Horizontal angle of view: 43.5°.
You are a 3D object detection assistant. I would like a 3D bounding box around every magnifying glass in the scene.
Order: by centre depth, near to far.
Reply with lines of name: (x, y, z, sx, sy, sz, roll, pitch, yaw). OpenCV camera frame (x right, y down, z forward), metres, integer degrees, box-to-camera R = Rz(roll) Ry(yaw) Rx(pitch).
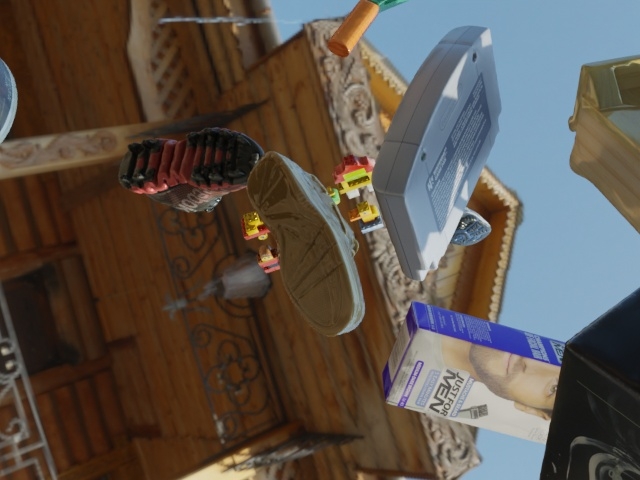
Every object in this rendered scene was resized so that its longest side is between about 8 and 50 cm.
magnifying glass: (0.070, -0.302, 0.989, 0.092, 0.231, 0.026, 27, -33, 6)

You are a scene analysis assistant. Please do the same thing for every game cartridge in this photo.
game cartridge: (0.151, -0.121, 1.000, 0.060, 0.294, 0.196, 14, -33, 25)

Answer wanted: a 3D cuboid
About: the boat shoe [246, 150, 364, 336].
boat shoe: (0.000, 0.000, 0.615, 0.063, 0.059, 0.170, -45, -128, 29)

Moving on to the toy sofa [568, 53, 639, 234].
toy sofa: (0.501, -0.108, 1.121, 0.362, 0.150, 0.177, -113, -166, -51)

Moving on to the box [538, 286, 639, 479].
box: (0.360, 0.237, 0.627, 0.343, 0.179, 0.312, 38, -34, 40)

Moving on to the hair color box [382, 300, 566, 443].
hair color box: (0.310, 0.258, 1.557, 0.110, 0.339, 0.185, -92, -161, -63)

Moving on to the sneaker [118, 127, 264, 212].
sneaker: (-0.178, -0.103, 1.233, 0.276, 0.135, 0.097, -2, -112, 36)

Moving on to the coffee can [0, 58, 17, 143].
coffee can: (-0.451, -0.203, 0.797, 0.201, 0.201, 0.275, 55, -12, 20)

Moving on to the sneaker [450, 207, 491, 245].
sneaker: (0.235, -0.052, 1.485, 0.080, 0.211, 0.081, -42, -137, 33)

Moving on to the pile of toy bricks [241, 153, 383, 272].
pile of toy bricks: (-0.017, -0.042, 1.097, 0.212, 0.105, 0.118, -19, -122, 9)
